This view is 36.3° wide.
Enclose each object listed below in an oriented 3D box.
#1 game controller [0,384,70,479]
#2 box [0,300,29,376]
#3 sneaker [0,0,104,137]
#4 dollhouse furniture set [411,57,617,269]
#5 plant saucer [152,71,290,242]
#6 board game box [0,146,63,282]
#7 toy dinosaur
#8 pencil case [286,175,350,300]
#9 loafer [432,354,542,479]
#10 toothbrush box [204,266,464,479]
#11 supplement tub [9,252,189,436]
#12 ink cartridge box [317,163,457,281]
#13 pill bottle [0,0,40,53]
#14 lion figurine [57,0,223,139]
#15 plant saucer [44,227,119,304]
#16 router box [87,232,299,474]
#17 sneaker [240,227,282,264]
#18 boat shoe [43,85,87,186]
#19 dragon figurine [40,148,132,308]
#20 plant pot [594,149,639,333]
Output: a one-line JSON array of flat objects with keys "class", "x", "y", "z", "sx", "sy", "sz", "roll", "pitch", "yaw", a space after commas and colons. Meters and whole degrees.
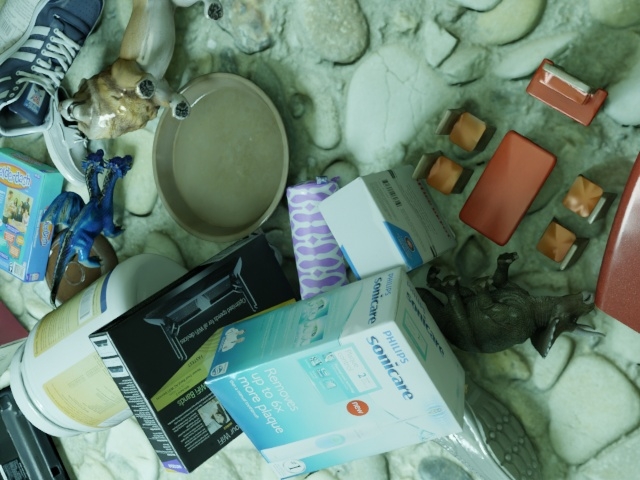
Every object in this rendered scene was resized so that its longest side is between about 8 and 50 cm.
[{"class": "game controller", "x": -0.563, "y": 0.437, "z": 1.880, "sx": 0.166, "sy": 0.067, "sz": 0.319, "roll": -27, "pitch": 85, "yaw": 39}, {"class": "box", "x": -0.693, "y": 0.159, "z": 1.852, "sx": 0.232, "sy": 0.127, "sz": 0.148, "roll": 46, "pitch": 113, "yaw": 11}, {"class": "sneaker", "x": -0.440, "y": -0.284, "z": 1.573, "sx": 0.282, "sy": 0.099, "sz": 0.153, "roll": -42, "pitch": 46, "yaw": 14}, {"class": "dollhouse furniture set", "x": 0.288, "y": -0.118, "z": 1.366, "sx": 0.262, "sy": 0.135, "sz": 0.259, "roll": 33, "pitch": 109, "yaw": 17}, {"class": "plant saucer", "x": -0.159, "y": -0.135, "z": 1.600, "sx": 0.278, "sy": 0.041, "sz": 0.278, "roll": 2, "pitch": 93, "yaw": 32}, {"class": "board game box", "x": -0.555, "y": -0.049, "z": 1.789, "sx": 0.160, "sy": 0.047, "sz": 0.210, "roll": 24, "pitch": 107, "yaw": 31}, {"class": "toy dinosaur", "x": 0.235, "y": 0.111, "z": 1.427, "sx": 0.313, "sy": 0.121, "sz": 0.160, "roll": -12, "pitch": 110, "yaw": 33}, {"class": "pencil case", "x": 0.000, "y": 0.000, "z": 1.546, "sx": 0.086, "sy": 0.088, "sz": 0.206, "roll": 5, "pitch": 102, "yaw": 61}, {"class": "loafer", "x": 0.207, "y": 0.271, "z": 1.483, "sx": 0.319, "sy": 0.112, "sz": 0.111, "roll": 51, "pitch": 130, "yaw": 9}, {"class": "toothbrush box", "x": 0.027, "y": 0.192, "z": 1.367, "sx": 0.295, "sy": 0.126, "sz": 0.216, "roll": -20, "pitch": 120, "yaw": 21}, {"class": "supplement tub", "x": -0.349, "y": 0.185, "z": 1.640, "sx": 0.316, "sy": 0.228, "sz": 0.228, "roll": -31, "pitch": 84, "yaw": 30}, {"class": "ink cartridge box", "x": 0.103, "y": -0.022, "z": 1.427, "sx": 0.086, "sy": 0.203, "sz": 0.148, "roll": -32, "pitch": 84, "yaw": 27}, {"class": "pill bottle", "x": -0.462, "y": -0.398, "z": 1.665, "sx": 0.131, "sy": 0.131, "sz": 0.229, "roll": 45, "pitch": 113, "yaw": 12}, {"class": "lion figurine", "x": -0.282, "y": -0.336, "z": 1.599, "sx": 0.240, "sy": 0.142, "sz": 0.392, "roll": 28, "pitch": 95, "yaw": 52}, {"class": "plant saucer", "x": -0.442, "y": 0.057, "z": 1.779, "sx": 0.168, "sy": 0.029, "sz": 0.168, "roll": 3, "pitch": 98, "yaw": 24}, {"class": "router box", "x": -0.160, "y": 0.167, "z": 1.495, "sx": 0.081, "sy": 0.309, "sz": 0.243, "roll": -15, "pitch": 105, "yaw": 55}, {"class": "sneaker", "x": -0.109, "y": 0.004, "z": 1.614, "sx": 0.109, "sy": 0.044, "sz": 0.040, "roll": 44, "pitch": 114, "yaw": 14}, {"class": "boat shoe", "x": -0.444, "y": -0.187, "z": 1.731, "sx": 0.063, "sy": 0.066, "sz": 0.184, "roll": -28, "pitch": 76, "yaw": 26}, {"class": "dragon figurine", "x": -0.412, "y": -0.030, "z": 1.659, "sx": 0.085, "sy": 0.289, "sz": 0.144, "roll": 15, "pitch": 141, "yaw": 24}, {"class": "plant pot", "x": 0.498, "y": 0.011, "z": 1.236, "sx": 0.267, "sy": 0.267, "sz": 0.236, "roll": 32, "pitch": 121, "yaw": 17}]
